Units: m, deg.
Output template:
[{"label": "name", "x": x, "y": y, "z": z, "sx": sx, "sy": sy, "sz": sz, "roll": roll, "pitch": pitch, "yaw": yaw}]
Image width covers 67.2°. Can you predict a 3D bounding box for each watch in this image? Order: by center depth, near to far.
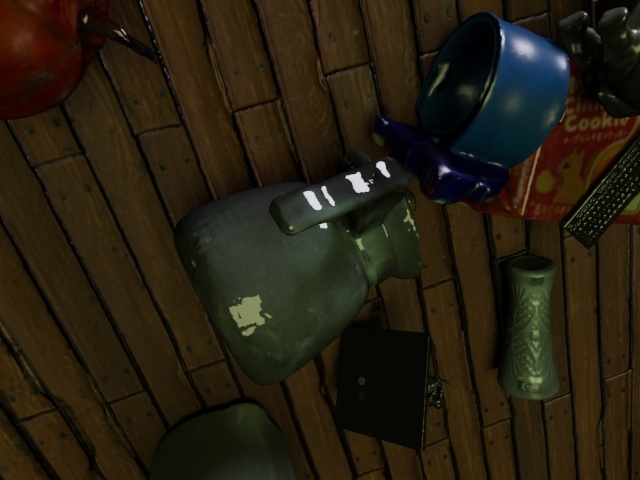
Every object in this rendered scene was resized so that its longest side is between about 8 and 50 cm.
[{"label": "watch", "x": 0.185, "y": -0.154, "z": 0.570, "sx": 0.171, "sy": 0.196, "sz": 0.200, "roll": 11, "pitch": 115, "yaw": -26}]

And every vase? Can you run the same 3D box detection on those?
[{"label": "vase", "x": 0.332, "y": 0.135, "z": 0.768, "sx": 0.096, "sy": 0.096, "sz": 0.219, "roll": -11, "pitch": 110, "yaw": -9}]

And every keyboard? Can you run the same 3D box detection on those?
[{"label": "keyboard", "x": 0.399, "y": -0.083, "z": 0.625, "sx": 0.067, "sy": 0.011, "sz": 0.202, "roll": 33, "pitch": 100, "yaw": -22}]

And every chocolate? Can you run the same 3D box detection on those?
[{"label": "chocolate", "x": 0.353, "y": -0.135, "z": 0.659, "sx": 0.237, "sy": 0.108, "sz": 0.235, "roll": 4, "pitch": 108, "yaw": -13}]

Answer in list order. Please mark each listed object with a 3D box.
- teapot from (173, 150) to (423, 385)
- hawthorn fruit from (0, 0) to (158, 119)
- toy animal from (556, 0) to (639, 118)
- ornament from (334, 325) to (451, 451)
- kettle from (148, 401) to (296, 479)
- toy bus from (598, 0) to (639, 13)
[{"label": "teapot", "x": -0.010, "y": -0.012, "z": 0.555, "sx": 0.285, "sy": 0.223, "sz": 0.305, "roll": -28, "pitch": 141, "yaw": -11}, {"label": "hawthorn fruit", "x": -0.283, "y": -0.217, "z": 0.400, "sx": 0.300, "sy": 0.254, "sz": 0.254, "roll": 24, "pitch": 104, "yaw": -8}, {"label": "toy animal", "x": 0.432, "y": -0.267, "z": 0.503, "sx": 0.343, "sy": 0.106, "sz": 0.168, "roll": -29, "pitch": 117, "yaw": 3}, {"label": "ornament", "x": 0.139, "y": 0.220, "z": 0.754, "sx": 0.196, "sy": 0.166, "sz": 0.153, "roll": 17, "pitch": 76, "yaw": -47}, {"label": "kettle", "x": -0.141, "y": 0.469, "z": 0.630, "sx": 0.250, "sy": 0.377, "sz": 0.361, "roll": 16, "pitch": 106, "yaw": -18}, {"label": "toy bus", "x": 0.396, "y": -0.346, "z": 0.581, "sx": 0.335, "sy": 0.121, "sz": 0.123, "roll": 32, "pitch": 106, "yaw": -22}]
